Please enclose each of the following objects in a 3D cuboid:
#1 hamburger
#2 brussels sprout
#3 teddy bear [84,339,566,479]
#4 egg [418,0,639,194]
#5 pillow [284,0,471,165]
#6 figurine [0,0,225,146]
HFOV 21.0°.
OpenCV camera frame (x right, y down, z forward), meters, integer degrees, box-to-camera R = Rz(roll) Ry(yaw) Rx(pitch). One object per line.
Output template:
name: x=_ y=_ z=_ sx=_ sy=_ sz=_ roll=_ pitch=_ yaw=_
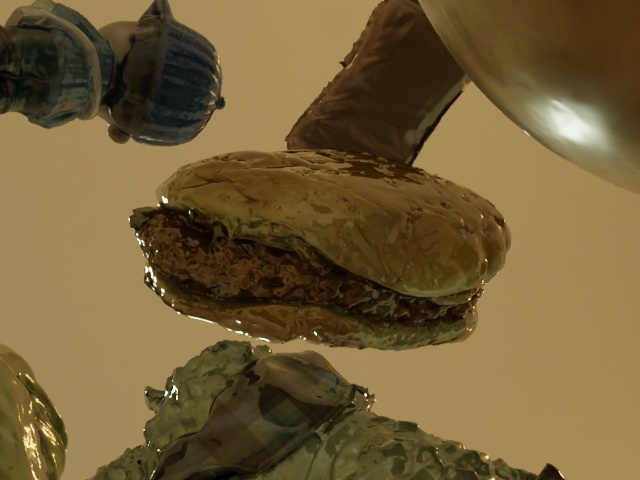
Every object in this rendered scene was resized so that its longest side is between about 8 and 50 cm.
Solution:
hamburger: x=0.001 y=0.000 z=1.374 sx=0.283 sy=0.259 sz=0.144 roll=-10 pitch=-66 yaw=-49
brussels sprout: x=-0.372 y=0.206 z=1.690 sx=0.243 sy=0.316 sz=0.273 roll=-36 pitch=-13 yaw=-14
teddy bear: x=-0.005 y=0.087 z=0.647 sx=0.133 sy=0.213 sz=0.111 roll=-24 pitch=-75 yaw=-51
egg: x=0.161 y=-0.145 z=0.525 sx=0.283 sy=0.351 sz=0.282 roll=4 pitch=-100 yaw=-24
pillow: x=0.066 y=-0.139 z=1.680 sx=0.135 sy=0.034 sz=0.211 roll=28 pitch=-67 yaw=-26
figurine: x=-0.125 y=-0.098 z=0.978 sx=0.149 sy=0.087 sz=0.086 roll=-1 pitch=-68 yaw=-41
